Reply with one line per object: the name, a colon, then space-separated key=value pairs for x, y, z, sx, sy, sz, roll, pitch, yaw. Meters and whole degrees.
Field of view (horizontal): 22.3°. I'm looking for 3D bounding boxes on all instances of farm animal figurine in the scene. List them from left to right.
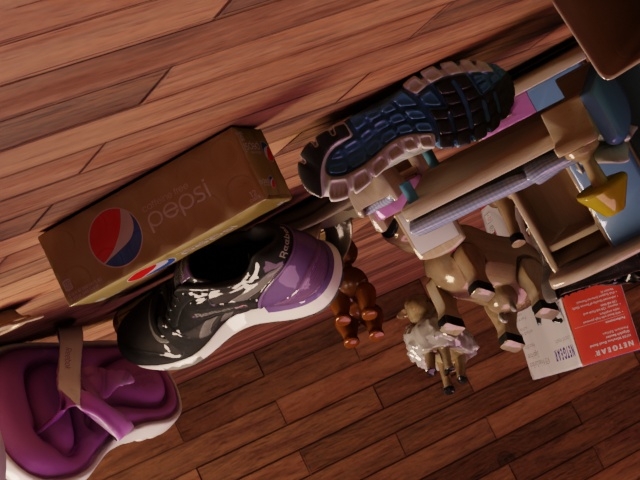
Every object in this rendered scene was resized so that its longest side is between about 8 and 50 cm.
farm animal figurine: x=0.169 y=0.004 z=1.956 sx=0.330 sy=0.172 sz=0.326 roll=-34 pitch=135 yaw=24

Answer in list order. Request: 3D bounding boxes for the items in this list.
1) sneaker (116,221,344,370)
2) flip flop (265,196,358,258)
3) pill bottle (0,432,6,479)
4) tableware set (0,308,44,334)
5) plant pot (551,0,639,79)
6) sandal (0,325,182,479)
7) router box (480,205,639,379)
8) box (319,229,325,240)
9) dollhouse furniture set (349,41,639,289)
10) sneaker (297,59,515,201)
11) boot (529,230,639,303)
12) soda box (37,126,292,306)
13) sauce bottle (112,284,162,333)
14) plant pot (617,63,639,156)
sneaker: x=-0.124 y=0.045 z=1.689 sx=0.283 sy=0.107 sz=0.124 roll=-24 pitch=145 yaw=29
flip flop: x=0.000 y=0.000 z=1.760 sx=0.277 sy=0.080 sz=0.112 roll=-28 pitch=174 yaw=29
pill bottle: x=-0.356 y=0.174 z=1.164 sx=0.210 sy=0.210 sz=0.363 roll=-26 pitch=174 yaw=3
tableware set: x=-0.345 y=0.101 z=1.491 sx=0.168 sy=0.020 sz=0.141 roll=-30 pitch=173 yaw=34
plant pot: x=0.200 y=-0.179 z=0.966 sx=0.109 sy=0.109 sz=0.096 roll=-31 pitch=-176 yaw=43
sandal: x=-0.250 y=0.155 z=1.759 sx=0.102 sy=0.169 sz=0.416 roll=-40 pitch=174 yaw=16
router box: x=0.308 y=0.025 z=2.172 sx=0.082 sy=0.301 sz=0.335 roll=-16 pitch=173 yaw=-5
box: x=-0.077 y=0.027 z=1.970 sx=0.201 sy=0.021 sz=0.164 roll=-25 pitch=174 yaw=-7
dollhouse furniture set: x=0.169 y=-0.012 z=1.437 sx=0.286 sy=0.198 sz=0.303 roll=-28 pitch=-170 yaw=19
sneaker: x=0.068 y=-0.097 z=1.341 sx=0.190 sy=0.071 sz=0.083 roll=-23 pitch=-172 yaw=2
boot: x=0.296 y=-0.060 z=1.756 sx=0.263 sy=0.229 sz=0.091 roll=-22 pitch=173 yaw=-32
soda box: x=-0.116 y=-0.017 z=1.214 sx=0.181 sy=0.061 sz=0.058 roll=-28 pitch=173 yaw=19
sauce bottle: x=-0.181 y=0.075 z=1.844 sx=0.128 sy=0.042 sz=0.042 roll=-27 pitch=174 yaw=34
plant pot: x=0.385 y=-0.098 z=1.582 sx=0.165 sy=0.165 sz=0.234 roll=-23 pitch=136 yaw=-21
